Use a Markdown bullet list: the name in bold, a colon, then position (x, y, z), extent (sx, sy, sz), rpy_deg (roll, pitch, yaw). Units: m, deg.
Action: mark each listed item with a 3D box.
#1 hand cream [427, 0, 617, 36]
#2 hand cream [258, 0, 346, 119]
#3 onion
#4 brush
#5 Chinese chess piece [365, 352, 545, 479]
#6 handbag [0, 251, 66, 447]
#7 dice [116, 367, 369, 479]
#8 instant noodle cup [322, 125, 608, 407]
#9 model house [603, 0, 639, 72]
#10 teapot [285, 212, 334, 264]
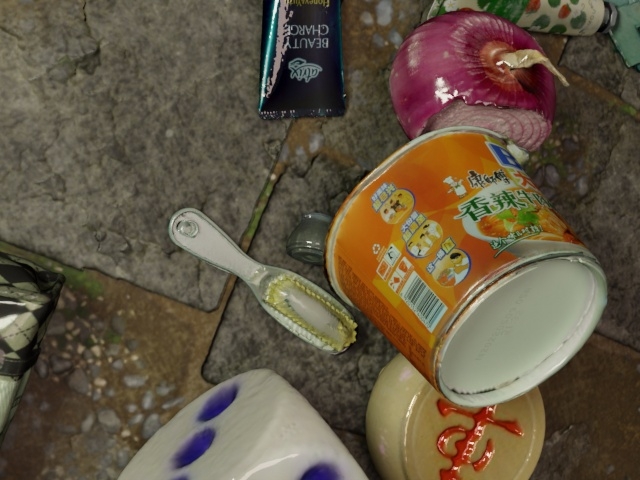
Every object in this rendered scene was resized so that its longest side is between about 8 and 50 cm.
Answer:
- **hand cream**: position (0.277, -0.315, 1.198), extent (0.276, 0.095, 0.059), rpy_deg (1, 50, -24)
- **hand cream**: position (-0.023, -0.285, 1.089), extent (0.120, 0.061, 0.270), rpy_deg (-7, 105, -27)
- **onion**: position (0.187, -0.199, 1.119), extent (0.207, 0.200, 0.200), rpy_deg (-13, 100, 0)
- **brush**: position (-0.058, 0.057, 1.095), extent (0.297, 0.060, 0.068), rpy_deg (36, 83, -22)
- **Chinese chess piece**: position (0.183, 0.247, 1.194), extent (0.251, 0.097, 0.250), rpy_deg (-2, 95, -23)
- **handbag**: position (-0.476, 0.180, 0.883), extent (0.317, 0.180, 0.416), rpy_deg (21, 92, -15)
- **dice**: position (-0.080, 0.320, 1.006), extent (0.259, 0.251, 0.243), rpy_deg (-39, 107, -15)
- **instant noodle cup**: position (0.176, 0.044, 1.047), extent (0.296, 0.214, 0.296), rpy_deg (-16, 134, -18)
- **model house**: position (0.492, -0.315, 1.246), extent (0.119, 0.149, 0.148), rpy_deg (-41, 111, -15)
- **teapot**: position (0.000, 0.000, 1.119), extent (0.088, 0.066, 0.057), rpy_deg (29, 65, -44)
